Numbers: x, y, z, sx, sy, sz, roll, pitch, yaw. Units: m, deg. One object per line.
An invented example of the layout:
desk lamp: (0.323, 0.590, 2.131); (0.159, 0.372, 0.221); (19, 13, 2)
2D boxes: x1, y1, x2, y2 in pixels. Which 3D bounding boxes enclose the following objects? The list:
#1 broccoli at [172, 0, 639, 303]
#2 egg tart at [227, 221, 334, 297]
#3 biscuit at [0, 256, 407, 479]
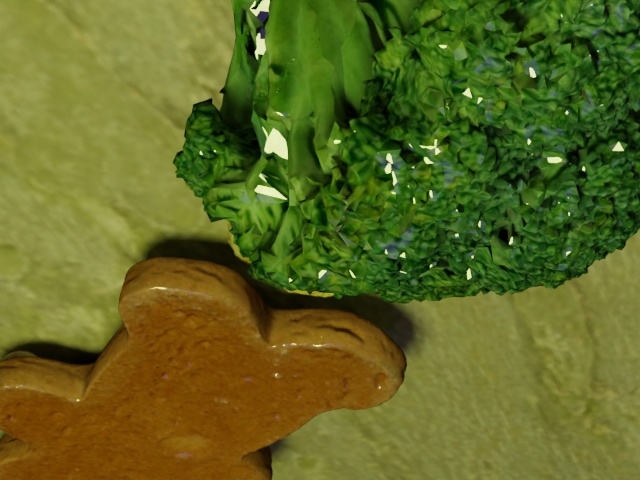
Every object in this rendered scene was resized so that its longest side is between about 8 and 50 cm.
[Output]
broccoli: (0.050, -0.095, 0.529); (0.242, 0.261, 0.269); (51, 161, -20)
egg tart: (0.000, 0.000, 0.771); (0.105, 0.039, 0.105); (-2, 140, -1)
biscuit: (-0.110, 0.108, 0.896); (0.205, 0.049, 0.324); (22, 135, -25)
